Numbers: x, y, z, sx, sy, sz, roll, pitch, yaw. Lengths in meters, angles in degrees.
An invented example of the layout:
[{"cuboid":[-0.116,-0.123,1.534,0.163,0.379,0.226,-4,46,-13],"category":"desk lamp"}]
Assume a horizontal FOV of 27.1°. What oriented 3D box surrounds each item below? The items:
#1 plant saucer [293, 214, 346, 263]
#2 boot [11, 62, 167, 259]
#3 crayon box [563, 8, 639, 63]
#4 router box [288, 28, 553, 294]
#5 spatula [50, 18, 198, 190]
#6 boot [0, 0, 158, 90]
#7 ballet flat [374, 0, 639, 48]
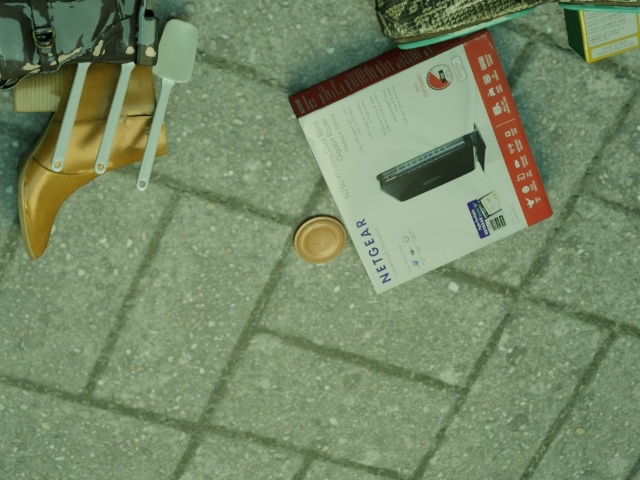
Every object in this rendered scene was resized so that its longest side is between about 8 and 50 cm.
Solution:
[{"cuboid":[0.000,0.000,2.049,0.084,0.013,0.083,-5,119,-10],"category":"plant saucer"},{"cuboid":[-0.320,-0.111,1.862,0.211,0.104,0.295,-2,115,-12],"category":"boot"},{"cuboid":[0.437,-0.435,1.873,0.203,0.083,0.322,-17,121,-3],"category":"crayon box"},{"cuboid":[0.155,-0.122,1.978,0.301,0.082,0.335,-25,121,1],"category":"router box"},{"cuboid":[-0.269,-0.195,1.797,0.168,0.019,0.242,14,90,-22],"category":"spatula"},{"cuboid":[-0.329,-0.329,1.714,0.229,0.091,0.262,-4,100,-12],"category":"boot"},{"cuboid":[0.299,-0.372,1.767,0.483,0.164,0.182,-4,113,18],"category":"ballet flat"}]
